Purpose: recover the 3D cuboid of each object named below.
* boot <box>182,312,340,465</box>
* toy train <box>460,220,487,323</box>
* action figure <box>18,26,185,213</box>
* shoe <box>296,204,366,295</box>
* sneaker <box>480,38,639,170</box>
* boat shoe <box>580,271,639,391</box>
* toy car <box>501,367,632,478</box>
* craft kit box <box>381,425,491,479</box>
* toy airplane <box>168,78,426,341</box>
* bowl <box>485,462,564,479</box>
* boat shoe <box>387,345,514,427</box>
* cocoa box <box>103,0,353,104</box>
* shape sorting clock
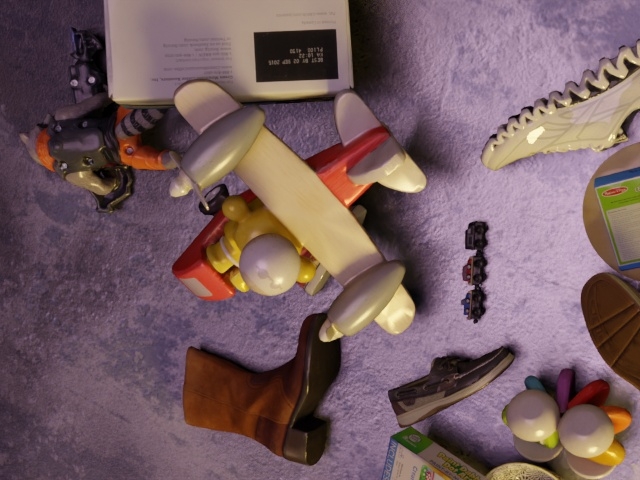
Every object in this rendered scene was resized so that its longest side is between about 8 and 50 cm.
[{"bbox_3d":[-0.108,0.225,1.712,0.280,0.096,0.264,14,109,32],"label":"boot"},{"bbox_3d":[0.235,0.049,1.536,0.036,0.027,0.158,4,97,30],"label":"toy train"},{"bbox_3d":[-0.378,-0.225,1.737,0.330,0.178,0.342,-16,91,17],"label":"action figure"},{"bbox_3d":[0.000,0.000,1.627,0.081,0.063,0.178,37,114,14],"label":"shoe"},{"bbox_3d":[0.361,-0.167,1.414,0.292,0.110,0.118,-31,90,26],"label":"sneaker"},{"bbox_3d":[0.477,0.162,1.402,0.285,0.089,0.104,57,138,16],"label":"boat shoe"},{"bbox_3d":[0.358,0.253,1.445,0.181,0.159,0.136,13,66,25],"label":"toy car"},{"bbox_3d":[0.191,0.451,1.522,0.246,0.061,0.250,32,124,38],"label":"craft kit box"},{"bbox_3d":[-0.032,-0.029,1.437,0.385,0.272,0.385,11,127,4],"label":"toy airplane"},{"bbox_3d":[0.323,0.402,1.493,0.170,0.080,0.170,7,102,32],"label":"bowl"},{"bbox_3d":[0.194,0.215,1.544,0.223,0.080,0.073,-36,84,29],"label":"boat shoe"},{"bbox_3d":[-0.140,-0.320,1.499,0.346,0.228,0.232,-3,95,-6],"label":"cocoa box"},{"bbox_3d":[0.473,-0.039,1.400,0.206,0.040,0.206,9,111,23],"label":"shape sorting clock"}]
